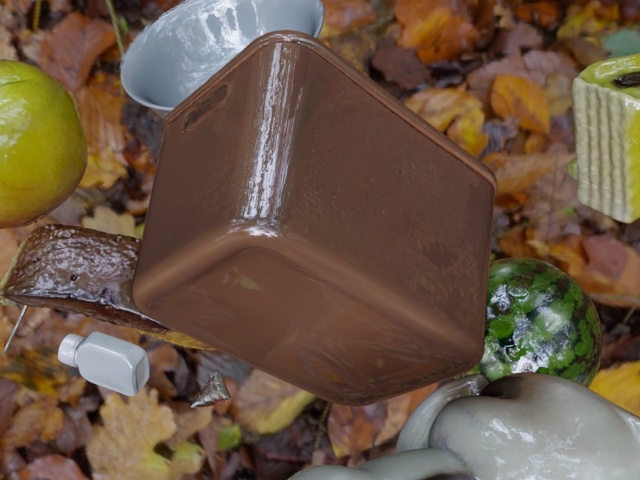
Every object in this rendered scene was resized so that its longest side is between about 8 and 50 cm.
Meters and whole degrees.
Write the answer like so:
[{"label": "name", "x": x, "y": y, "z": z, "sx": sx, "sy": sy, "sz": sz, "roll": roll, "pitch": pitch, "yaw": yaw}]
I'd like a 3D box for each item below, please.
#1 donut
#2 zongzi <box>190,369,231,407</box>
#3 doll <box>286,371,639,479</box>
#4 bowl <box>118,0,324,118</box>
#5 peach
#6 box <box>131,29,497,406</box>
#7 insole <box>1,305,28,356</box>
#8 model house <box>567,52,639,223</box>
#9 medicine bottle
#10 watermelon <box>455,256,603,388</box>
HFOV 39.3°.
[{"label": "donut", "x": -0.213, "y": 0.053, "z": 1.049, "sx": 0.151, "sy": 0.295, "sz": 0.112, "roll": -9, "pitch": 69, "yaw": 50}, {"label": "zongzi", "x": -0.216, "y": 0.310, "z": 1.806, "sx": 0.083, "sy": 0.073, "sz": 0.067, "roll": -35, "pitch": 73, "yaw": 10}, {"label": "doll", "x": 0.104, "y": 0.238, "z": 0.745, "sx": 0.370, "sy": 0.215, "sz": 0.226, "roll": -31, "pitch": 66, "yaw": -16}, {"label": "bowl", "x": -0.139, "y": -0.268, "z": 1.469, "sx": 0.346, "sy": 0.157, "sz": 0.345, "roll": -11, "pitch": 43, "yaw": 11}, {"label": "peach", "x": -0.415, "y": -0.121, "z": 1.156, "sx": 0.231, "sy": 0.231, "sz": 0.230, "roll": -4, "pitch": 62, "yaw": 7}, {"label": "box", "x": 0.000, "y": 0.000, "z": 0.930, "sx": 0.239, "sy": 0.339, "sz": 0.229, "roll": -28, "pitch": 42, "yaw": 41}, {"label": "insole", "x": -0.516, "y": 0.116, "z": 1.574, "sx": 0.006, "sy": 0.065, "sz": 0.193, "roll": 25, "pitch": 86, "yaw": -12}, {"label": "model house", "x": 0.417, "y": -0.123, "z": 1.116, "sx": 0.234, "sy": 0.193, "sz": 0.175, "roll": 6, "pitch": 36, "yaw": 31}, {"label": "medicine bottle", "x": -0.453, "y": 0.252, "z": 1.876, "sx": 0.183, "sy": 0.119, "sz": 0.069, "roll": 15, "pitch": 41, "yaw": 14}, {"label": "watermelon", "x": 0.349, "y": 0.170, "z": 1.574, "sx": 0.285, "sy": 0.285, "sz": 0.285, "roll": -4, "pitch": 62, "yaw": 7}]
